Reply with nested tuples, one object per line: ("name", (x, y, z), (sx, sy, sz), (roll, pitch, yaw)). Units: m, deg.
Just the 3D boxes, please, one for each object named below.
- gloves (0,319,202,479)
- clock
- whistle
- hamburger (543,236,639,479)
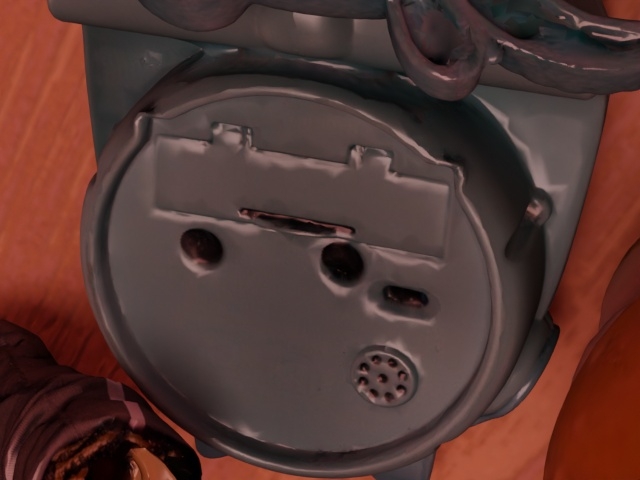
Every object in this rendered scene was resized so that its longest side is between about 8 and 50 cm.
("gloves", (-0.162, 0.110, 0.673), (0.286, 0.119, 0.142), (2, 95, 42))
("clock", (0.000, 0.000, 0.602), (0.224, 0.094, 0.274), (9, 116, 14))
("whistle", (0.041, -0.133, 0.469), (0.274, 0.093, 0.186), (-13, 75, -1))
("hamburger", (0.205, 0.096, 0.488), (0.276, 0.237, 0.276), (4, 101, 23))
